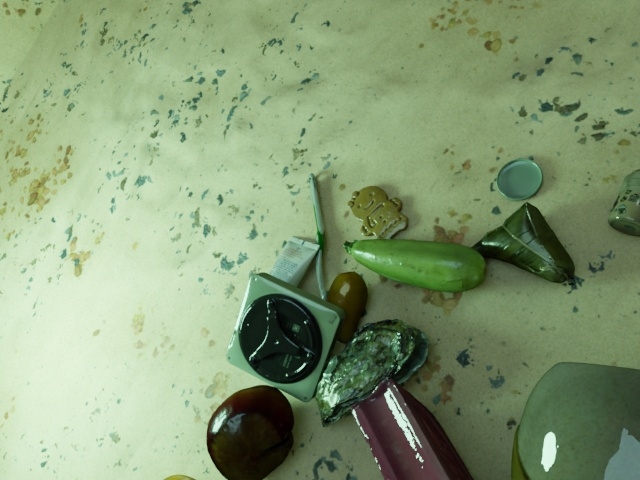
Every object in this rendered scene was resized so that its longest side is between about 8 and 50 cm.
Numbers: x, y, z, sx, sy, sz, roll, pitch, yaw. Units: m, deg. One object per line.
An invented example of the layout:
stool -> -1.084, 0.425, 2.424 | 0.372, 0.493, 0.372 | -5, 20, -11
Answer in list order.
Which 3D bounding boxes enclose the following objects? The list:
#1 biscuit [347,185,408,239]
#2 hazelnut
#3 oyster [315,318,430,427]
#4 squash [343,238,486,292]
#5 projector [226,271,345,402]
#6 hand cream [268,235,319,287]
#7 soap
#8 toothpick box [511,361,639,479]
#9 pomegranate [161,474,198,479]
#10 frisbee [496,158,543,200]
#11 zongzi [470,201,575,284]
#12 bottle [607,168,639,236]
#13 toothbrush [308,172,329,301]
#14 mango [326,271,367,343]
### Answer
biscuit -> 0.153, -0.076, 1.669 | 0.134, 0.027, 0.184 | -32, 61, 15
hazelnut -> -0.178, 0.474, 1.552 | 0.217, 0.217, 0.251 | 29, 111, 32
oyster -> 0.104, 0.324, 1.501 | 0.351, 0.158, 0.162 | -48, 16, 13
squash -> 0.222, 0.054, 1.539 | 0.371, 0.118, 0.118 | 7, 76, 30
projector -> -0.096, 0.244, 1.585 | 0.259, 0.079, 0.257 | 23, 105, 18
hand cream -> -0.102, 0.104, 1.711 | 0.133, 0.083, 0.247 | 22, 77, 49
soap -> 0.219, 0.482, 1.264 | 0.128, 0.233, 0.359 | -39, 41, 8
toothpick box -> 0.532, 0.440, 1.072 | 0.409, 0.409, 0.424 | 3, 78, 28
pomegranate -> -0.350, 0.696, 1.556 | 0.209, 0.209, 0.209 | -9, 69, 24
frisbee -> 0.485, -0.148, 1.532 | 0.110, 0.014, 0.110 | -10, 67, 24
zongzi -> 0.454, 0.049, 1.440 | 0.204, 0.094, 0.204 | -38, 62, 23
bottle -> 0.695, -0.093, 1.361 | 0.099, 0.099, 0.152 | 22, 80, 31
toothbrush -> -0.005, 0.000, 1.713 | 0.040, 0.042, 0.417 | -3, 66, -16
mango -> 0.064, 0.169, 1.595 | 0.102, 0.085, 0.183 | 9, 94, 0
